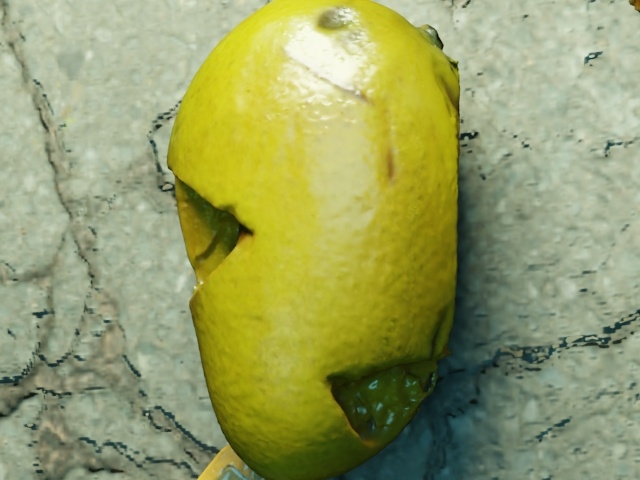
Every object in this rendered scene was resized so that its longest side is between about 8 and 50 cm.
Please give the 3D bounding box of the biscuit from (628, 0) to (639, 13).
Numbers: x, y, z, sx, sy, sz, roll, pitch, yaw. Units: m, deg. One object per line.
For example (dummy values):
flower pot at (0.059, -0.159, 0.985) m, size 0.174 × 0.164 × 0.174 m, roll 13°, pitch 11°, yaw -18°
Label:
biscuit at (0.310, -0.148, 0.805) m, size 0.305 × 0.038 × 0.305 m, roll -1°, pitch 86°, yaw 14°

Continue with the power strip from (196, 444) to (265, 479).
power strip at (-0.079, 0.189, 0.901) m, size 0.049 × 0.028 × 0.178 m, roll 40°, pitch 98°, yaw 13°

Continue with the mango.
mango at (0.000, 0.000, 0.839) m, size 0.167 × 0.130 × 0.262 m, roll -2°, pitch 92°, yaw 18°
